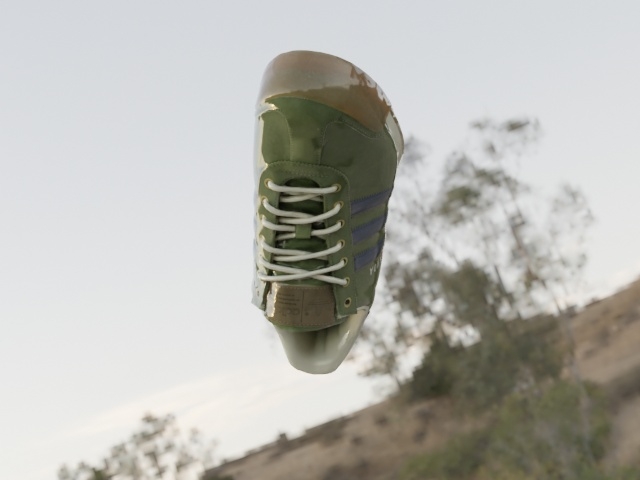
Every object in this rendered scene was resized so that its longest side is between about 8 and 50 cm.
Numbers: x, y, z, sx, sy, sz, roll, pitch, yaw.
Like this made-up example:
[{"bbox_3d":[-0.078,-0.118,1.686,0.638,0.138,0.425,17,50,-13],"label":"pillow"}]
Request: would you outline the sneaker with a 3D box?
[{"bbox_3d":[0.000,0.000,0.641,0.064,0.086,0.192,8,-25,8],"label":"sneaker"}]
